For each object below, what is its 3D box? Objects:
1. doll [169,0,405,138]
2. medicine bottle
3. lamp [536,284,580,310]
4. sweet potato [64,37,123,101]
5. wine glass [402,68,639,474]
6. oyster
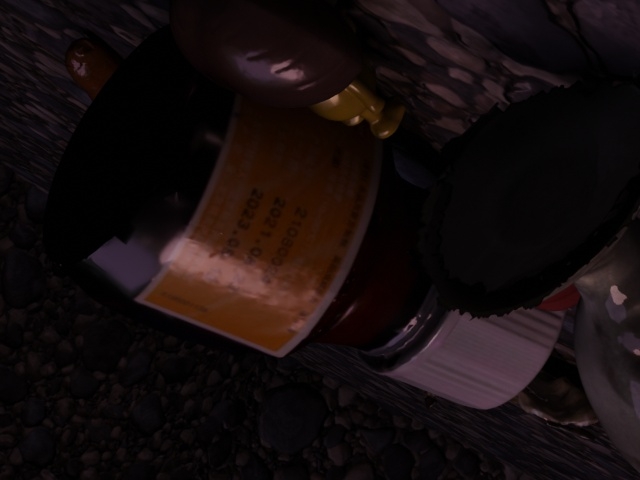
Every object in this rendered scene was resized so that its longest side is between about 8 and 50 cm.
[{"bbox_3d":[-0.024,-0.133,0.975,0.145,0.096,0.188,32,-177,24],"label":"doll"},{"bbox_3d":[0.000,0.000,1.174,0.395,0.242,0.242,25,174,-29],"label":"medicine bottle"},{"bbox_3d":[0.164,0.001,1.077,0.107,0.092,0.107,51,-164,-20],"label":"lamp"},{"bbox_3d":[-0.217,-0.162,1.538,0.056,0.056,0.195,27,174,22],"label":"sweet potato"},{"bbox_3d":[0.229,0.056,0.912,0.357,0.190,0.190,42,166,-32],"label":"wine glass"},{"bbox_3d":[0.244,0.174,1.819,0.354,0.107,0.201,5,176,43],"label":"oyster"}]
